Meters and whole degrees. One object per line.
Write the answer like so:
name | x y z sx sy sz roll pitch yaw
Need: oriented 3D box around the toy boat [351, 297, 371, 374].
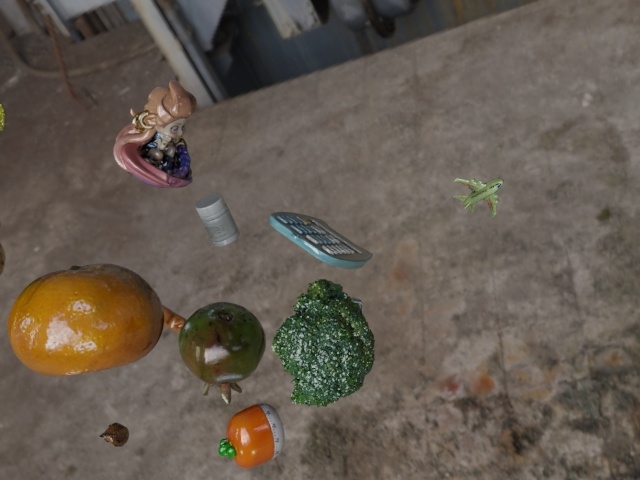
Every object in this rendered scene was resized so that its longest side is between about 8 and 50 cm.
toy boat | 0.073 0.232 2.029 0.092 0.103 0.246 7 38 -19

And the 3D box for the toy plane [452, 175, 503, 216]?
toy plane | 0.293 -0.088 1.535 0.111 0.102 0.040 -37 23 46

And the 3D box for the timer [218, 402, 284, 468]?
timer | -0.135 0.378 1.604 0.136 0.136 0.099 -44 43 -16

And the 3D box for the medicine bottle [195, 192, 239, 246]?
medicine bottle | -0.201 -0.040 1.657 0.058 0.091 0.058 -18 27 10

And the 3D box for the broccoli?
broccoli | 0.000 0.157 1.282 0.156 0.195 0.195 14 56 39

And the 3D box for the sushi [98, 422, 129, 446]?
sushi | -0.456 0.431 1.881 0.047 0.099 0.050 13 68 17

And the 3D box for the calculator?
calculator | 0.000 0.000 2.300 0.256 0.386 0.054 34 98 18

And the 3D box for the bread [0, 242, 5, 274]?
bread | -0.799 0.019 1.526 0.348 0.376 0.253 -44 -10 25

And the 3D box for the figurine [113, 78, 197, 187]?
figurine | -0.234 -0.154 1.209 0.114 0.157 0.126 21 31 25

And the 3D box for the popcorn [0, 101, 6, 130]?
popcorn | -0.587 -0.225 1.485 0.083 0.060 0.068 25 33 10

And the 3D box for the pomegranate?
pomegranate | -0.205 0.239 1.768 0.181 0.224 0.182 4 32 -2

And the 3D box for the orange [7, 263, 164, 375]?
orange | -0.372 0.123 1.350 0.240 0.240 0.171 -11 85 22

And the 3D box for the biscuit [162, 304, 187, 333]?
biscuit | -0.430 0.161 2.096 0.306 0.284 0.043 27 81 33
